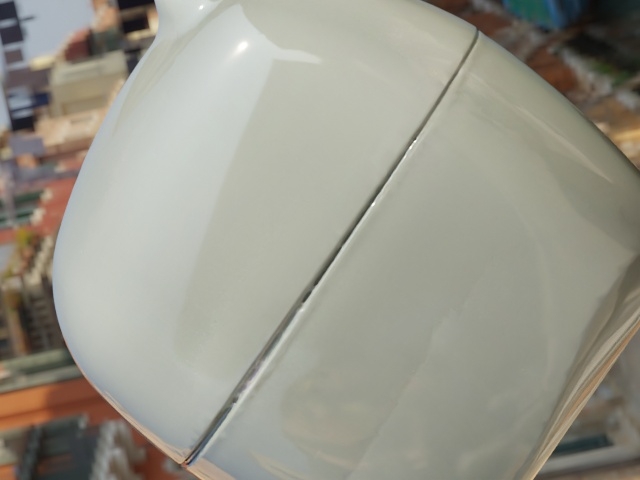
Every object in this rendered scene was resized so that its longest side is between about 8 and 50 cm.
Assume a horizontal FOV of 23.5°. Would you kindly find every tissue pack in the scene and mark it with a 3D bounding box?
[{"bbox_3d":[0.000,0.000,0.719,0.236,0.229,0.333,33,-179,-2],"label":"tissue pack"}]
